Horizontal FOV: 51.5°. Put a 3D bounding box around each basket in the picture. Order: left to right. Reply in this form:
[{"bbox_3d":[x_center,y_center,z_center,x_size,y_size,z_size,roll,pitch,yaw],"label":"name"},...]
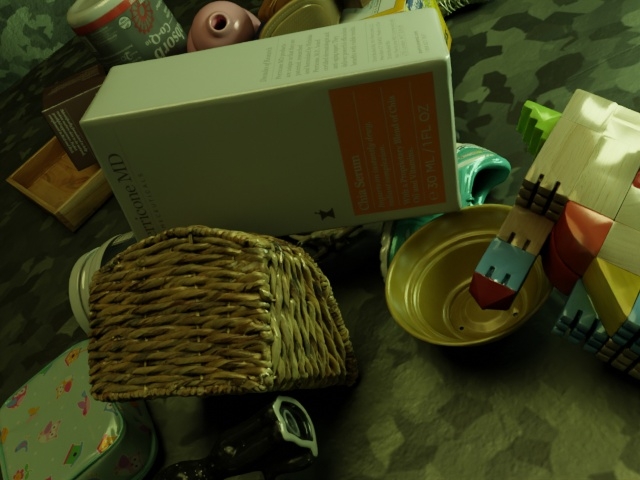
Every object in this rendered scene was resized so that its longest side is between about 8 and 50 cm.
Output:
[{"bbox_3d":[-0.129,0.098,0.884,0.299,0.223,0.214,-11,77,30],"label":"basket"}]

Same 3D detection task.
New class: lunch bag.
[{"bbox_3d":[-0.379,0.297,1.011,0.224,0.108,0.279,-43,38,-5],"label":"lunch bag"}]

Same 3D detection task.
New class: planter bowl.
[{"bbox_3d":[0.198,0.063,0.840,0.217,0.090,0.217,-18,43,17],"label":"planter bowl"}]

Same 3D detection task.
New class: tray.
[{"bbox_3d":[-0.663,-0.163,1.733,0.203,0.076,0.411,-48,41,-17],"label":"tray"}]

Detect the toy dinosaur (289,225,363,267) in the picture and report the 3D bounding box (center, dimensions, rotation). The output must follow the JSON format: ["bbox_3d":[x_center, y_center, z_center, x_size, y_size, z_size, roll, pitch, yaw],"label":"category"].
[{"bbox_3d":[0.000,0.000,1.102,0.183,0.053,0.092,-10,27,35],"label":"toy dinosaur"}]

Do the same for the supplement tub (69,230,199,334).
[{"bbox_3d":[-0.251,0.065,1.090,0.272,0.191,0.191,-16,42,23],"label":"supplement tub"}]

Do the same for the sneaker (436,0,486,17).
[{"bbox_3d":[0.273,-0.503,1.408,0.192,0.064,0.086,16,68,45],"label":"sneaker"}]

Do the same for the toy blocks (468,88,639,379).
[{"bbox_3d":[0.337,0.015,0.683,0.381,0.191,0.261,28,66,18],"label":"toy blocks"}]

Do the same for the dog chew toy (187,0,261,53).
[{"bbox_3d":[-0.201,-0.422,1.469,0.206,0.207,0.332,-37,-1,-3],"label":"dog chew toy"}]

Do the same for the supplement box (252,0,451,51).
[{"bbox_3d":[0.054,-0.368,1.316,0.356,0.195,0.194,-11,44,29],"label":"supplement box"}]

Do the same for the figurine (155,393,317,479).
[{"bbox_3d":[-0.086,0.321,0.760,0.209,0.092,0.215,-33,60,14],"label":"figurine"}]

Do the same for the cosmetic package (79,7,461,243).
[{"bbox_3d":[-0.052,-0.140,0.898,0.453,0.230,0.161,-8,39,9],"label":"cosmetic package"}]

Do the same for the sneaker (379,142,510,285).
[{"bbox_3d":[0.177,-0.039,0.961,0.110,0.107,0.275,21,64,37],"label":"sneaker"}]

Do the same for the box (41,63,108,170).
[{"bbox_3d":[-0.560,-0.305,1.618,0.167,0.168,0.203,-26,33,-6],"label":"box"}]

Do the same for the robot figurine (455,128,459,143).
[{"bbox_3d":[0.109,-0.216,1.114,0.209,0.173,0.278,-33,48,-1],"label":"robot figurine"}]

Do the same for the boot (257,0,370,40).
[{"bbox_3d":[-0.055,-0.415,1.196,0.220,0.109,0.283,20,61,45],"label":"boot"}]

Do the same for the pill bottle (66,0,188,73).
[{"bbox_3d":[-0.414,-0.448,1.608,0.210,0.363,0.210,-21,40,19],"label":"pill bottle"}]
